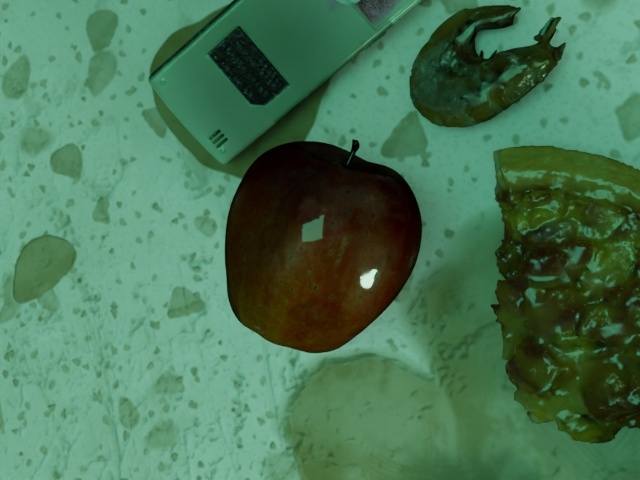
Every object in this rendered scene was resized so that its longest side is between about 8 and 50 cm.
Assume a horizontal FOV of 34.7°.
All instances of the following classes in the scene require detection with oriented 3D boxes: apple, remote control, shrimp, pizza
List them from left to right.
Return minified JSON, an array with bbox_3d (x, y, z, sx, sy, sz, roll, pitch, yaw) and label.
[{"bbox_3d":[-0.033,-0.243,1.191,0.344,0.050,0.145,-37,102,16],"label":"remote control"},{"bbox_3d":[0.000,-0.001,1.106,0.234,0.234,0.234,-1,88,22],"label":"apple"},{"bbox_3d":[0.179,-0.201,1.125,0.187,0.051,0.132,-21,80,23],"label":"shrimp"},{"bbox_3d":[0.297,0.070,1.042,0.277,0.114,0.409,-39,72,11],"label":"pizza"}]
